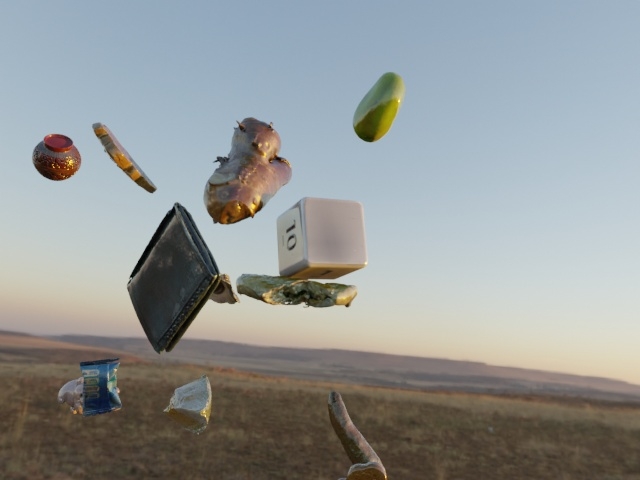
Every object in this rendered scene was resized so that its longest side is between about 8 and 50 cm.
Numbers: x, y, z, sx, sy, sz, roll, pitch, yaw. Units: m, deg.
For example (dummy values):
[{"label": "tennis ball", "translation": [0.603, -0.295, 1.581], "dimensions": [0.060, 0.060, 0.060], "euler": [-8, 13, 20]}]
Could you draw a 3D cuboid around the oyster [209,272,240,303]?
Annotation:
[{"label": "oyster", "translation": [-0.428, 0.179, 2.285], "dimensions": [0.214, 0.083, 0.223], "euler": [5, -37, 31]}]

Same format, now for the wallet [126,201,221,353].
[{"label": "wallet", "translation": [-0.369, 0.098, 1.428], "dimensions": [0.075, 0.237, 0.342], "euler": [-8, -34, -48]}]

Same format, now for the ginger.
[{"label": "ginger", "translation": [-0.213, -0.204, 1.612], "dimensions": [0.176, 0.254, 0.418], "euler": [-9, 26, 28]}]

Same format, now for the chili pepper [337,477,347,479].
[{"label": "chili pepper", "translation": [0.053, 0.737, 1.671], "dimensions": [0.050, 0.041, 0.153], "euler": [16, 22, 31]}]

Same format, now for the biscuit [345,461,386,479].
[{"label": "biscuit", "translation": [0.065, 0.572, 1.084], "dimensions": [0.186, 0.295, 0.044], "euler": [39, 2, 11]}]

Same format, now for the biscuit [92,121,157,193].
[{"label": "biscuit", "translation": [-0.514, -0.207, 1.498], "dimensions": [0.212, 0.041, 0.238], "euler": [42, -11, 51]}]

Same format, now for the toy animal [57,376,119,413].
[{"label": "toy animal", "translation": [-0.740, 0.500, 1.827], "dimensions": [0.213, 0.124, 0.124], "euler": [-6, -17, 36]}]

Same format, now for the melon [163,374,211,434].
[{"label": "melon", "translation": [-0.309, 0.390, 1.392], "dimensions": [0.093, 0.139, 0.202], "euler": [29, -34, -16]}]

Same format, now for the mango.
[{"label": "mango", "translation": [0.133, -0.301, 1.298], "dimensions": [0.089, 0.163, 0.117], "euler": [22, 26, -10]}]

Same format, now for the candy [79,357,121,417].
[{"label": "candy", "translation": [-0.512, 0.343, 1.334], "dimensions": [0.088, 0.136, 0.038], "euler": [-4, 9, -23]}]

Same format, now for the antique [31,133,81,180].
[{"label": "antique", "translation": [-0.579, -0.178, 1.256], "dimensions": [0.104, 0.104, 0.104], "euler": [5, -12, 1]}]

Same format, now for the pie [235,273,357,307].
[{"label": "pie", "translation": [-0.064, 0.135, 1.513], "dimensions": [0.338, 0.075, 0.337], "euler": [6, -3, 0]}]

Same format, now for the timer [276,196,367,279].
[{"label": "timer", "translation": [0.000, 0.000, 1.604], "dimensions": [0.194, 0.192, 0.195], "euler": [2, -15, -24]}]

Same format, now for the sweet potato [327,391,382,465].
[{"label": "sweet potato", "translation": [0.087, 0.548, 1.578], "dimensions": [0.075, 0.273, 0.075], "euler": [-31, -12, -7]}]
